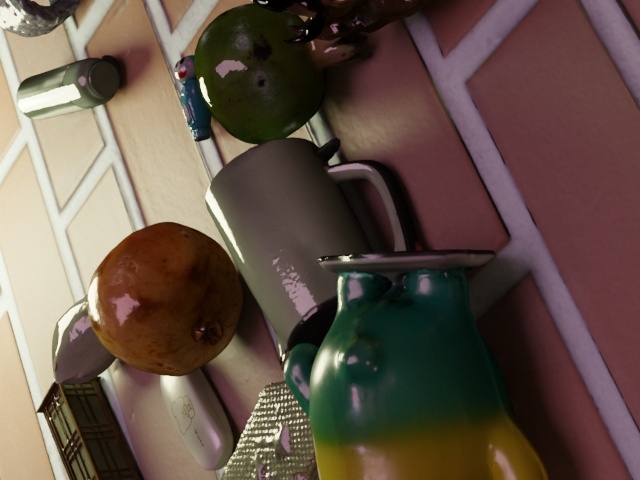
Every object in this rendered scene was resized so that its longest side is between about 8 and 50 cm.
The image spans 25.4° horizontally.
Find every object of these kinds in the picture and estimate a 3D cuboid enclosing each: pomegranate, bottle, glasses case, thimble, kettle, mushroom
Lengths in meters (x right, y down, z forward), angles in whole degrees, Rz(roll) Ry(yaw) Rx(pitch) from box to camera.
[{"bbox_3d":[-0.212,0.085,1.958,0.215,0.215,0.215,-3,86,52],"label":"pomegranate"},{"bbox_3d":[-0.049,-0.226,1.811,0.225,0.187,0.187,-18,72,19],"label":"pomegranate"},{"bbox_3d":[-0.413,-0.255,2.344,0.254,0.079,0.096,-5,46,53],"label":"bottle"},{"bbox_3d":[-0.179,0.245,2.039,0.074,0.049,0.193,-60,45,32],"label":"glasses case"},{"bbox_3d":[-0.479,-0.421,2.375,0.098,0.150,0.150,-22,72,52],"label":"thimble"},{"bbox_3d":[0.000,0.000,1.749,0.240,0.165,0.255,-36,57,12],"label":"kettle"},{"bbox_3d":[-0.326,0.125,2.196,0.270,0.103,0.118,-37,60,39],"label":"mushroom"}]

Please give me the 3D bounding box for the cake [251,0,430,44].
[{"bbox_3d":[0.015,-0.379,1.606,0.332,0.332,0.321,19,105,51],"label":"cake"}]

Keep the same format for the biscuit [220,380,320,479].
[{"bbox_3d":[-0.049,0.279,1.870,0.150,0.052,0.252,52,127,40],"label":"biscuit"}]

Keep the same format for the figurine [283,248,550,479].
[{"bbox_3d":[0.097,0.181,1.546,0.324,0.231,0.340,-5,87,33],"label":"figurine"}]

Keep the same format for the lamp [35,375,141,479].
[{"bbox_3d":[-0.343,0.358,2.213,0.089,0.090,0.325,-58,48,32],"label":"lamp"}]

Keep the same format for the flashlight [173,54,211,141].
[{"bbox_3d":[-0.181,-0.209,2.069,0.051,0.051,0.129,-24,75,49],"label":"flashlight"}]
